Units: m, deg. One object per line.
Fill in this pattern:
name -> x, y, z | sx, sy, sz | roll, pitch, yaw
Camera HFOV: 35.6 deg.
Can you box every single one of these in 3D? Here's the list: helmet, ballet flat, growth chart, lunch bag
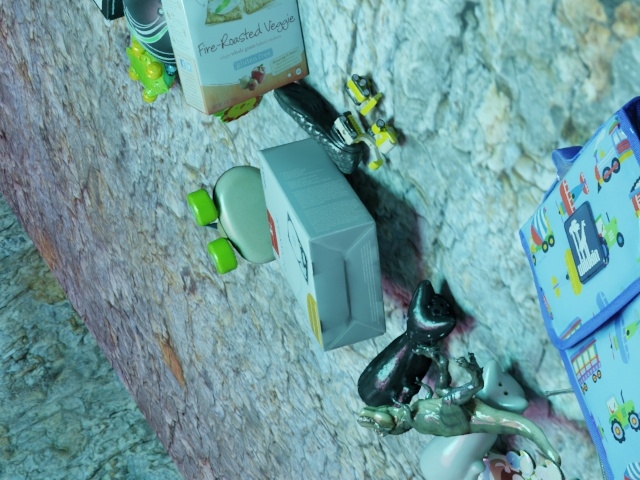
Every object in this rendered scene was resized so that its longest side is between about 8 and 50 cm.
helmet -> -0.183, -0.314, 1.343 | 0.162, 0.169, 0.169 | 4, 118, 42
ballet flat -> -0.011, -0.150, 1.285 | 0.173, 0.058, 0.049 | 48, 139, 28
growth chart -> 0.264, 0.341, 1.276 | 0.237, 0.021, 0.171 | 2, 115, 61
lunch bag -> 0.284, 0.034, 0.854 | 0.221, 0.138, 0.293 | 111, 141, -59

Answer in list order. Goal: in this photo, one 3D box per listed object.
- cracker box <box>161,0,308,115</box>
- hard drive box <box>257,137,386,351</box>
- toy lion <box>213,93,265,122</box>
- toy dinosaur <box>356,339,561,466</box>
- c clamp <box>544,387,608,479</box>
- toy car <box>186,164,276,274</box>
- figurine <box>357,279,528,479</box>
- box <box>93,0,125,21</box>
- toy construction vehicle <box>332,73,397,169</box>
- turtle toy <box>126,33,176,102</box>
cracker box -> -0.111, -0.290, 1.231 | 0.067, 0.156, 0.232 | 32, 141, 48
hard drive box -> 0.000, 0.000, 1.306 | 0.232, 0.089, 0.181 | -120, 18, -53
toy lion -> -0.120, -0.198, 1.414 | 0.034, 0.100, 0.096 | 57, 135, 11
toy dinosaur -> 0.155, 0.183, 1.156 | 0.268, 0.064, 0.118 | -1, 104, 43
c clamp -> 0.307, 0.220, 1.032 | 0.137, 0.022, 0.160 | -31, 68, 50
toy car -> -0.118, -0.042, 1.514 | 0.148, 0.155, 0.188 | 68, 167, -10
figurine -> 0.158, 0.183, 1.246 | 0.215, 0.092, 0.209 | 49, 141, 26
box -> -0.249, -0.411, 1.394 | 0.077, 0.147, 0.180 | 55, 153, 19
toy construction vehicle -> 0.058, -0.143, 1.203 | 0.098, 0.035, 0.086 | 56, 143, 10
turtle toy -> -0.281, -0.299, 1.659 | 0.130, 0.066, 0.095 | 58, 155, 14
